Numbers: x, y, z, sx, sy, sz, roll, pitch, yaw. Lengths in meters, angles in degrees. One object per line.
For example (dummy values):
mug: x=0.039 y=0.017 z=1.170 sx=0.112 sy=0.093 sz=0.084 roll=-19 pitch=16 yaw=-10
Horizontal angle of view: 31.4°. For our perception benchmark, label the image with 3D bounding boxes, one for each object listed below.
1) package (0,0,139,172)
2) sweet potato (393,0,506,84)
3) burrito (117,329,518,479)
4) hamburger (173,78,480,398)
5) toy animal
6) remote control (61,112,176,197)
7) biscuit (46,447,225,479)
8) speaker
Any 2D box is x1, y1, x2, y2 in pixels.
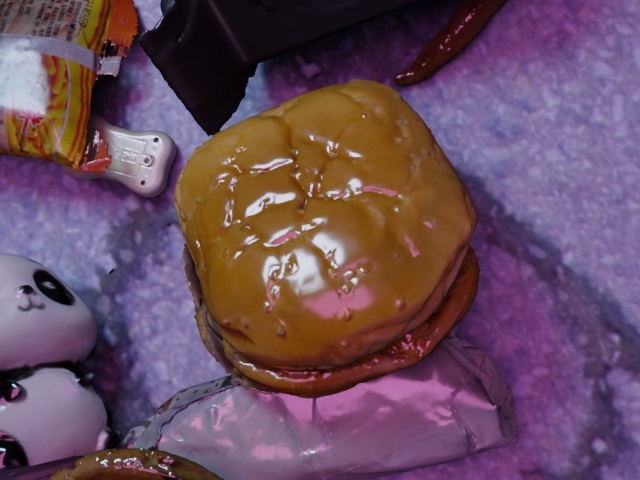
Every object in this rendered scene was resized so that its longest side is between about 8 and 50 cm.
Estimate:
package: x=-0.347 y=-0.174 z=1.217 sx=0.288 sy=0.108 sz=0.223 roll=-1 pitch=69 yaw=13
sweet potato: x=0.157 y=-0.239 z=1.176 sx=0.050 sy=0.050 sz=0.214 roll=38 pitch=93 yaw=13
burrito: x=-0.033 y=0.183 z=1.123 sx=0.445 sy=0.101 sz=0.139 roll=-13 pitch=98 yaw=9
hamburger: x=0.000 y=0.000 z=1.078 sx=0.319 sy=0.158 sz=0.318 roll=-9 pitch=55 yaw=14
toy animal: x=-0.316 y=0.128 z=1.145 sx=0.165 sy=0.187 sz=0.235 roll=-21 pitch=77 yaw=44
remote control: x=-0.218 y=-0.092 z=1.230 sx=0.122 sy=0.032 sz=0.074 roll=16 pitch=85 yaw=11
biscuit: x=-0.167 y=0.283 z=1.110 sx=0.226 sy=0.042 sz=0.226 roll=3 pitch=125 yaw=5
speaker: x=0.029 y=-0.269 z=1.090 sx=0.388 sy=0.180 sz=0.184 roll=-20 pitch=46 yaw=17
